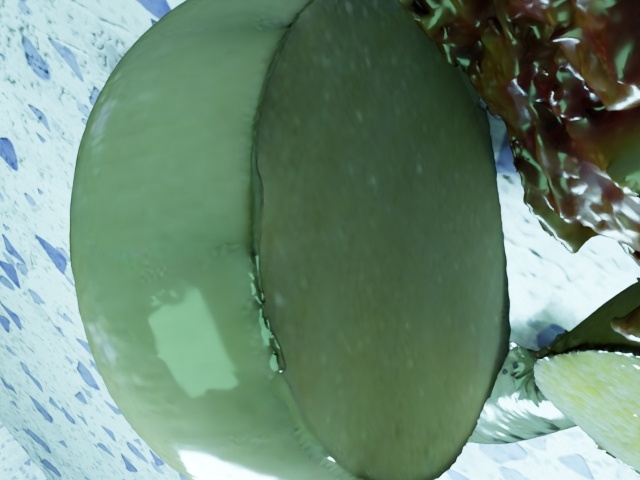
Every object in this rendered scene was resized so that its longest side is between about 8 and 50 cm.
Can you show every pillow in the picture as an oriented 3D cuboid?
[{"bbox_3d":[0.163,0.130,0.877,0.093,0.051,0.241,48,152,-3],"label":"pillow"}]

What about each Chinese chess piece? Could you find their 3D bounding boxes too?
[{"bbox_3d":[0.000,0.000,0.649,0.140,0.338,0.338,-4,125,34],"label":"Chinese chess piece"}]

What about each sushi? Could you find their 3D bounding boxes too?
[{"bbox_3d":[0.152,-0.102,0.493,0.343,0.182,0.196,52,151,-5],"label":"sushi"}]

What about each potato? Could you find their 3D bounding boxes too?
[{"bbox_3d":[0.277,0.099,0.620,0.239,0.116,0.299,43,164,-12],"label":"potato"}]
